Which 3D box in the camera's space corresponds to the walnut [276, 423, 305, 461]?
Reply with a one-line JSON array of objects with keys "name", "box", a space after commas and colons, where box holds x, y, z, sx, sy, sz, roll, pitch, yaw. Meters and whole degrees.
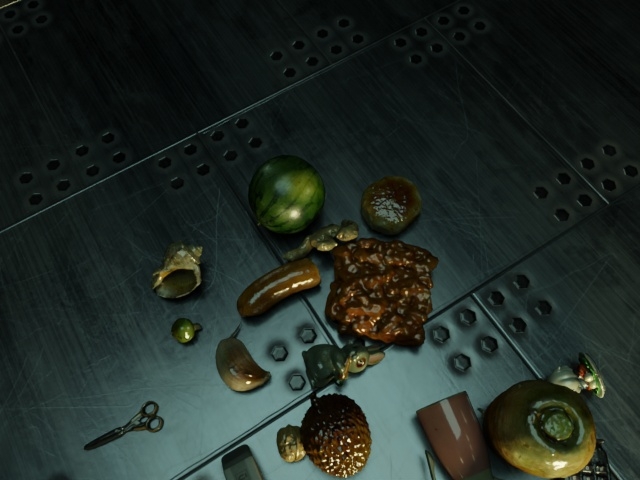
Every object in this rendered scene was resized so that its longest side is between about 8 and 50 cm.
[{"name": "walnut", "box": [-0.077, 0.540, 1.512, 0.078, 0.082, 0.096, 4, 60, -28]}]

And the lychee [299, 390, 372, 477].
[{"name": "lychee", "box": [0.034, 0.494, 1.463, 0.200, 0.200, 0.238, -36, 98, -15]}]

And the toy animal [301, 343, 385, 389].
[{"name": "toy animal", "box": [0.067, 0.329, 1.591, 0.236, 0.108, 0.138, -24, 65, -10]}]

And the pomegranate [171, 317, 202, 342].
[{"name": "pomegranate", "box": [-0.398, 0.257, 1.664, 0.073, 0.073, 0.084, 29, 51, 15]}]

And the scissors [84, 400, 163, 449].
[{"name": "scissors", "box": [-0.548, 0.525, 1.566, 0.220, 0.017, 0.088, -24, 66, -9]}]

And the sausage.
[{"name": "sausage", "box": [-0.129, 0.141, 1.691, 0.270, 0.109, 0.109, -29, 67, -11]}]

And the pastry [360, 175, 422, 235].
[{"name": "pastry", "box": [0.228, -0.114, 1.808, 0.192, 0.093, 0.182, -30, 69, -13]}]

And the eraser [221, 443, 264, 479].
[{"name": "eraser", "box": [-0.161, 0.671, 1.416, 0.089, 0.061, 0.352, -27, 52, -10]}]

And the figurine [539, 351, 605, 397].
[{"name": "figurine", "box": [0.676, 0.387, 1.545, 0.153, 0.132, 0.132, -20, 65, 5]}]

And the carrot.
[{"name": "carrot", "box": [0.525, 0.462, 1.388, 0.224, 0.341, 0.224, 0, 68, 1]}]

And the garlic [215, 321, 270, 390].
[{"name": "garlic", "box": [-0.238, 0.339, 1.620, 0.128, 0.091, 0.198, -22, 58, -25]}]

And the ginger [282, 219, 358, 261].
[{"name": "ginger", "box": [0.007, 0.001, 1.739, 0.258, 0.149, 0.065, -25, 103, -13]}]

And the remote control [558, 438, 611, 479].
[{"name": "remote control", "box": [0.665, 0.704, 1.416, 0.144, 0.062, 0.399, 4, 66, 5]}]

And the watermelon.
[{"name": "watermelon", "box": [-0.105, -0.140, 1.752, 0.242, 0.242, 0.243, -1, 64, 1]}]

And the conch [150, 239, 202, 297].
[{"name": "conch", "box": [-0.430, 0.094, 1.708, 0.207, 0.130, 0.155, -40, 55, -1]}]

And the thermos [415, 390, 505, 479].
[{"name": "thermos", "box": [0.353, 0.546, 1.462, 0.176, 0.146, 0.265, -18, 69, -6]}]

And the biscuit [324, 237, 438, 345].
[{"name": "biscuit", "box": [0.176, 0.144, 1.677, 0.317, 0.110, 0.312, 9, 66, 6]}]
